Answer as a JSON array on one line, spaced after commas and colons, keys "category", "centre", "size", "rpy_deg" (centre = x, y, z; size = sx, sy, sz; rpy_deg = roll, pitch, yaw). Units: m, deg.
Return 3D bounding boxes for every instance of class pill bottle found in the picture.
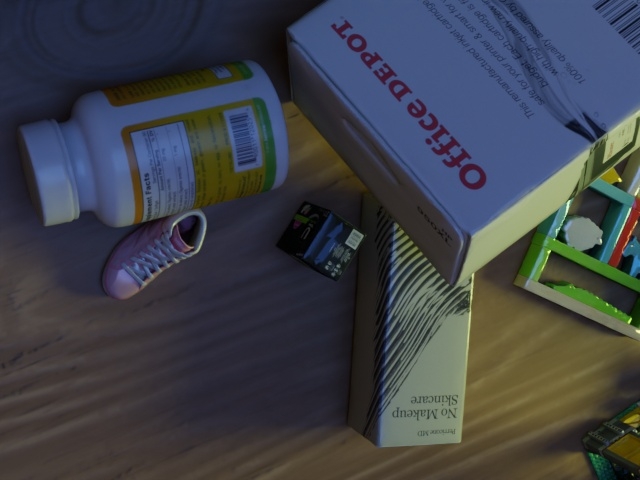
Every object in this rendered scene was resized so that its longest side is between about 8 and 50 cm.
[{"category": "pill bottle", "centre": [-0.167, -0.091, 1.214], "size": [0.245, 0.136, 0.136], "rpy_deg": [-15, 104, -18]}]

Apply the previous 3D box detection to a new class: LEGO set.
[{"category": "LEGO set", "centre": [0.491, 0.318, 1.503], "size": [0.255, 0.192, 0.331], "rpy_deg": [-22, 106, -17]}]

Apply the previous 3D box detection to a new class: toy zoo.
[{"category": "toy zoo", "centre": [0.372, -0.044, 1.486], "size": [0.192, 0.030, 0.293], "rpy_deg": [24, 90, -23]}]

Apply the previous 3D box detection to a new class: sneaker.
[{"category": "sneaker", "centre": [-0.170, 0.011, 1.265], "size": [0.134, 0.070, 0.051], "rpy_deg": [-46, 113, -8]}]

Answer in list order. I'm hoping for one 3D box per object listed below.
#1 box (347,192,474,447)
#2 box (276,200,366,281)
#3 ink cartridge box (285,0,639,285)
[{"category": "box", "centre": [0.102, 0.086, 1.369], "size": [0.113, 0.094, 0.275], "rpy_deg": [-1, 98, -20]}, {"category": "box", "centre": [0.000, 0.000, 1.321], "size": [0.052, 0.083, 0.062], "rpy_deg": [34, 85, -24]}, {"category": "ink cartridge box", "centre": [0.200, -0.189, 1.259], "size": [0.395, 0.166, 0.285], "rpy_deg": [-36, 73, -12]}]
